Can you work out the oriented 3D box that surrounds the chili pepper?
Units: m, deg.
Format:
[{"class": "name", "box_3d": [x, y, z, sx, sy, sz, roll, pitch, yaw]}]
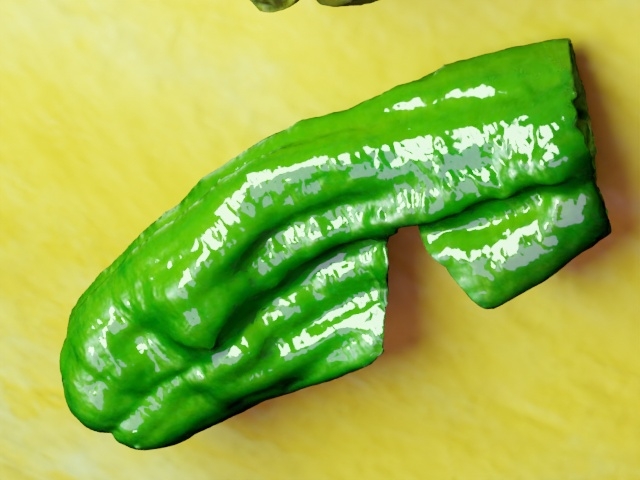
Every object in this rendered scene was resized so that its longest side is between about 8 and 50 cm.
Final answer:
[{"class": "chili pepper", "box_3d": [0.001, 0.001, 0.797, 0.253, 0.083, 0.099, -27, 111, 23]}]

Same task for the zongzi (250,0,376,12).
[{"class": "zongzi", "box_3d": [0.069, -0.219, 0.625, 0.288, 0.134, 0.286, -7, 124, 11]}]
